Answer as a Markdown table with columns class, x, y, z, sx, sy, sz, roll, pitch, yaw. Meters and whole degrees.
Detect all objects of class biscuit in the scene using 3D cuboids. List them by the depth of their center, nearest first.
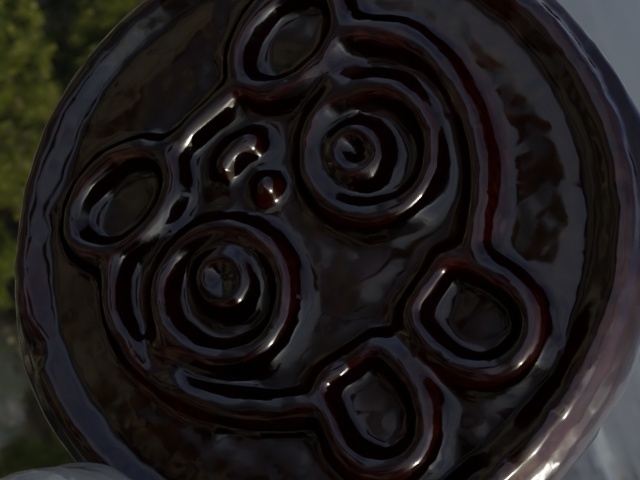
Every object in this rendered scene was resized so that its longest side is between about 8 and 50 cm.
| class | x | y | z | sx | sy | sz | roll | pitch | yaw |
| --- | --- | --- | --- | --- | --- | --- | --- | --- | --- |
| biscuit | 0.000 | 0.000 | 1.146 | 0.091 | 0.407 | 0.407 | 42 | 28 | -68 |

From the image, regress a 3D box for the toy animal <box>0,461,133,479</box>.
| class | x | y | z | sx | sy | sz | roll | pitch | yaw |
| --- | --- | --- | --- | --- | --- | --- | --- | --- | --- |
| toy animal | -0.089 | 0.195 | 0.934 | 0.127 | 0.179 | 0.193 | -52 | 133 | -22 |
